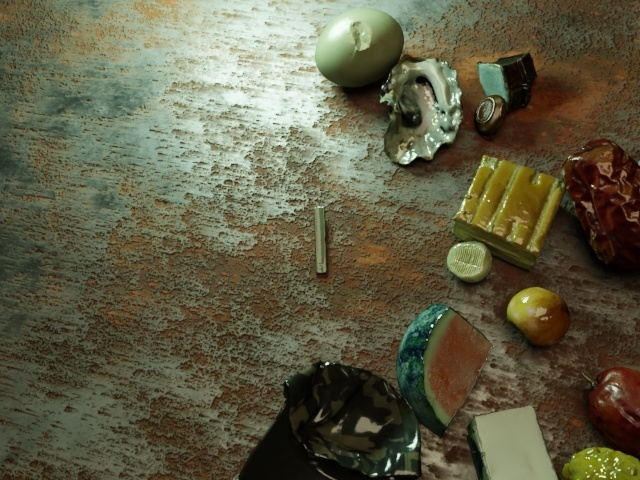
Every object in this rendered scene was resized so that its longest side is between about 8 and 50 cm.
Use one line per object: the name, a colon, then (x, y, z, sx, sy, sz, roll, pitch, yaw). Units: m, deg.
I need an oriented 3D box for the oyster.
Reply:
oyster: (0.283, -0.393, 1.884, 0.238, 0.115, 0.351, -7, 70, -1)

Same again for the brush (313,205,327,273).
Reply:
brush: (0.000, 0.000, 1.786, 0.034, 0.027, 0.190, -5, 72, 8)

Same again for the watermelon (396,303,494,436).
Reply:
watermelon: (0.300, 0.293, 1.554, 0.226, 0.148, 0.318, -1, 66, -2)

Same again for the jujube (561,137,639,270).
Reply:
jujube: (0.729, -0.087, 1.612, 0.216, 0.216, 0.342, -26, 82, -6)

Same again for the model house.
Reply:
model house: (0.562, -0.467, 1.912, 0.152, 0.106, 0.165, -22, 100, -16)

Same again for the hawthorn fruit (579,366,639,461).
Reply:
hawthorn fruit: (0.681, 0.375, 1.451, 0.251, 0.189, 0.189, 30, 71, 34)

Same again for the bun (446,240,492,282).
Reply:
bun: (0.385, 0.055, 1.690, 0.115, 0.069, 0.115, -7, 73, 24)

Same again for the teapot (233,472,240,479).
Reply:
teapot: (-0.166, 0.558, 1.515, 0.083, 0.064, 0.064, -42, 68, -13)

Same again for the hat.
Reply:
hat: (0.007, 0.486, 1.506, 0.366, 0.257, 0.382, 41, 110, 1)

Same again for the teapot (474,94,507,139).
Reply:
teapot: (0.490, -0.351, 1.872, 0.098, 0.078, 0.129, 0, 72, 52)

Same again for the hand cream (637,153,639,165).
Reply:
hand cream: (0.871, -0.113, 1.722, 0.091, 0.058, 0.271, -3, 67, 19)

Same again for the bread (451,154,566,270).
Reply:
bread: (0.493, -0.084, 1.720, 0.239, 0.111, 0.246, 26, 69, 15)

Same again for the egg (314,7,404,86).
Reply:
egg: (0.114, -0.567, 1.933, 0.269, 0.219, 0.219, -24, 64, -5)

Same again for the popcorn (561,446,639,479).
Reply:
popcorn: (0.599, 0.544, 1.363, 0.203, 0.200, 0.226, -36, 58, -11)

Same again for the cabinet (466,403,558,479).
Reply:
cabinet: (0.415, 0.487, 1.438, 0.150, 0.145, 0.206, -12, 64, 1)

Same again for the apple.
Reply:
apple: (0.526, 0.180, 1.573, 0.146, 0.146, 0.146, -3, 64, 5)
